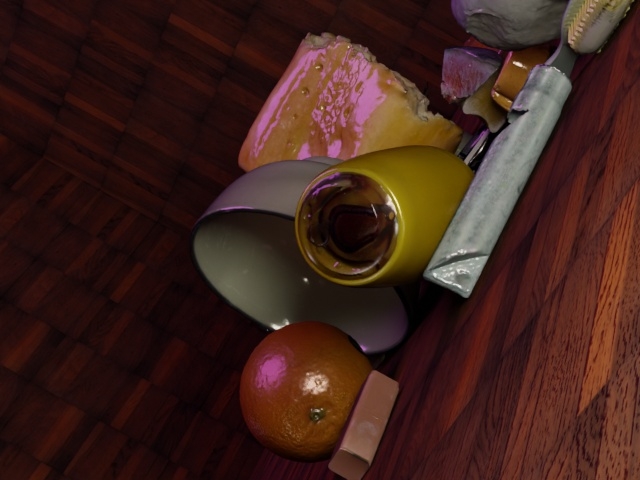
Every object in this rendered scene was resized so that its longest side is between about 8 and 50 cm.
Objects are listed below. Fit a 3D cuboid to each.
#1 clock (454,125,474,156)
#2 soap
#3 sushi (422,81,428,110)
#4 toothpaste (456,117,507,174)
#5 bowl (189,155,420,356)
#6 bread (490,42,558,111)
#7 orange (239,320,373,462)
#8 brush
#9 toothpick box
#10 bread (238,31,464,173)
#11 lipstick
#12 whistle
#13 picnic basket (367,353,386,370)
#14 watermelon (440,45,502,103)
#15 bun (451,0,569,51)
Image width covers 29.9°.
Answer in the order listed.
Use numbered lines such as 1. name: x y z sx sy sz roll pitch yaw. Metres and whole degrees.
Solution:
1. clock: 0.186 -0.074 2.375 0.265 0.109 0.324 -62 0 -23
2. soap: 0.300 -0.293 2.078 0.173 0.089 0.274 -54 11 12
3. sushi: 0.217 -0.112 2.658 0.296 0.100 0.373 83 -150 -56
4. toothpaste: 0.281 -0.170 2.094 0.193 0.045 0.071 -55 9 -1
5. bowl: 0.000 0.000 1.772 0.185 0.354 0.354 -64 2 -31
6. bread: 0.316 -0.258 1.864 0.149 0.073 0.122 -55 -10 -68
7. orange: -0.017 0.208 1.640 0.206 0.206 0.206 -60 0 0
8. brush: 0.313 -0.235 1.437 0.297 0.068 0.060 112 164 -57
9. toothpick box: 0.082 -0.027 1.455 0.175 0.175 0.271 -60 -20 18
10. bread: 0.049 -0.138 2.138 0.250 0.361 0.394 14 -70 -45
11. lipstick: 0.055 0.223 1.449 0.045 0.045 0.145 -59 2 39
12. whistle: 0.213 -0.073 1.418 0.312 0.062 0.062 -61 0 -21
13. picnic basket: 0.073 0.153 1.958 0.115 0.079 0.164 -61 0 -27
14. watermelon: 0.240 -0.275 1.939 0.180 0.081 0.094 145 129 -78
15. bun: 0.327 -0.407 1.655 0.354 0.194 0.354 -58 2 3
